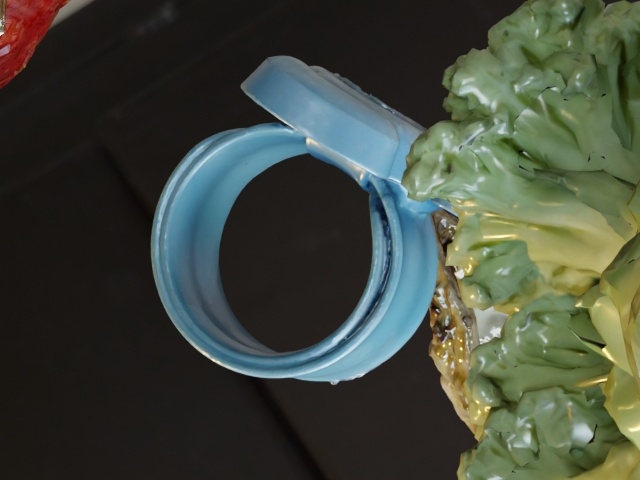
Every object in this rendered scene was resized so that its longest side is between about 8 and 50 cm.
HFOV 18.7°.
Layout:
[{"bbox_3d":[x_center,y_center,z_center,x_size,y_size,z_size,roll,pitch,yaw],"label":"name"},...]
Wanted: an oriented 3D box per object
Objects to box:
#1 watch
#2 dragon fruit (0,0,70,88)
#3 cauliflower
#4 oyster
[{"bbox_3d":[0.000,0.000,1.234,0.211,0.193,0.211,33,-173,-4],"label":"watch"},{"bbox_3d":[-0.264,-0.191,1.097,0.277,0.277,0.342,57,166,-3],"label":"dragon fruit"},{"bbox_3d":[0.144,0.016,0.527,0.250,0.272,0.275,14,-121,-73],"label":"cauliflower"},{"bbox_3d":[0.151,0.097,1.431,0.078,0.129,0.345,1,136,53],"label":"oyster"}]
